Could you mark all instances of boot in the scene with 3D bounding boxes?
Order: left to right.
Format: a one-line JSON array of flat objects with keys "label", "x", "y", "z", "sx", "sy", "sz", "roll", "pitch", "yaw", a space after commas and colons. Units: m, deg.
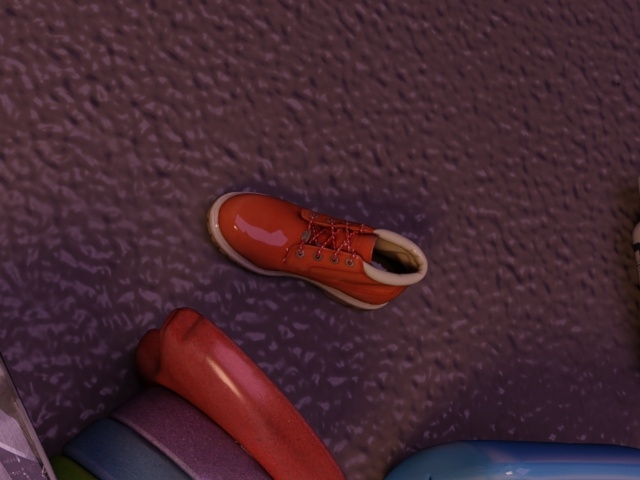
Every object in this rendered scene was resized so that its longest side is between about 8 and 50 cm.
[{"label": "boot", "x": 0.000, "y": 0.000, "z": 0.881, "sx": 0.158, "sy": 0.084, "sz": 0.059, "roll": 21, "pitch": 70, "yaw": -21}]

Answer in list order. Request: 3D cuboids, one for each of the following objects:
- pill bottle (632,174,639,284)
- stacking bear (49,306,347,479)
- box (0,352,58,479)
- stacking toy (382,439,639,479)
[{"label": "pill bottle", "x": 0.314, "y": 0.023, "z": 1.038, "sx": 0.094, "sy": 0.094, "sz": 0.169, "roll": -2, "pitch": 80, "yaw": -29}, {"label": "stacking bear", "x": -0.134, "y": 0.202, "z": 0.725, "sx": 0.164, "sy": 0.175, "sz": 0.289, "roll": 46, "pitch": 71, "yaw": -4}, {"label": "box", "x": -0.231, "y": 0.175, "z": 0.604, "sx": 0.231, "sy": 0.056, "sz": 0.183, "roll": -23, "pitch": 90, "yaw": -14}, {"label": "stacking toy", "x": 0.148, "y": 0.289, "z": 0.829, "sx": 0.165, "sy": 0.175, "sz": 0.302, "roll": 7, "pitch": 72, "yaw": -26}]
